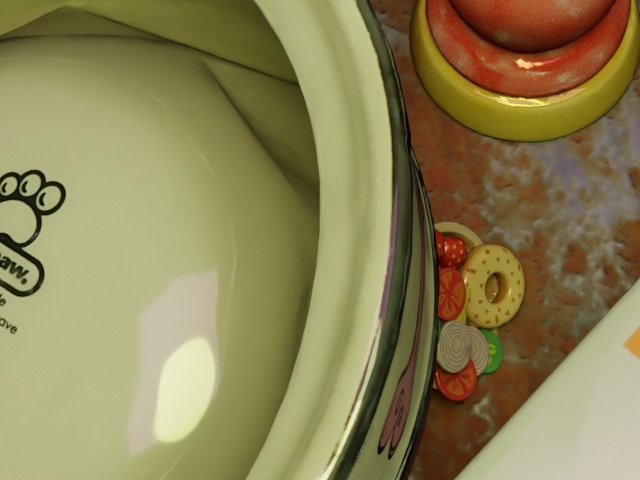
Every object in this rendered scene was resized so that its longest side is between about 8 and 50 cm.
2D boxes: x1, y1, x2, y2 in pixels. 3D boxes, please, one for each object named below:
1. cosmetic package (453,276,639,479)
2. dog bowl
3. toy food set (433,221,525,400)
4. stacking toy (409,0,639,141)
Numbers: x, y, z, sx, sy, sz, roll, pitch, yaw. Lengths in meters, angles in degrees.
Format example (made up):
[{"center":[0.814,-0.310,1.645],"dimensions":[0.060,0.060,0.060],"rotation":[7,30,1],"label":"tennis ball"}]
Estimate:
[{"center":[0.140,0.187,0.783],"dimensions":[0.230,0.161,0.453],"rotation":[40,78,17],"label":"cosmetic package"},{"center":[-0.133,0.029,0.777],"dimensions":[0.408,0.150,0.408],"rotation":[-8,69,21],"label":"dog bowl"},{"center":[0.064,0.033,0.896],"dimensions":[0.020,0.083,0.082],"rotation":[0,66,43],"label":"toy food set"},{"center":[0.002,-0.191,0.953],"dimensions":[0.309,0.130,0.279],"rotation":[-6,69,2],"label":"stacking toy"}]
